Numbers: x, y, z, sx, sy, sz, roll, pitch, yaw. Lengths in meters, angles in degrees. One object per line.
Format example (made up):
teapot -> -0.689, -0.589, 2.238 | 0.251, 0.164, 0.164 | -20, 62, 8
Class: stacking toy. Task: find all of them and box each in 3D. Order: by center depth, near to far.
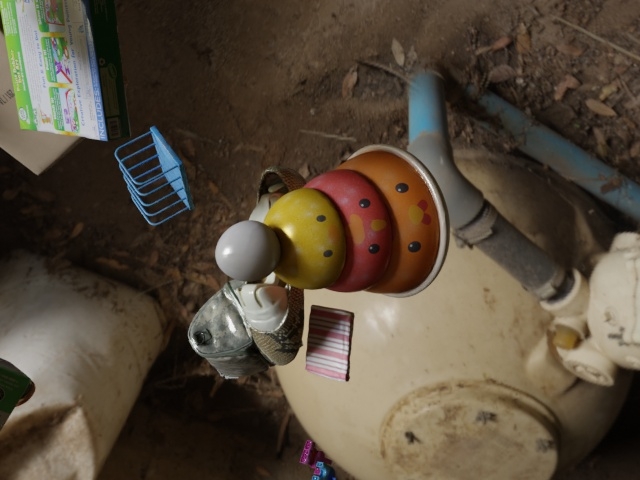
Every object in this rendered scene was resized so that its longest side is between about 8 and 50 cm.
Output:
stacking toy -> 0.000, 0.000, 1.351 | 0.480, 0.350, 0.351 | -16, 132, -38

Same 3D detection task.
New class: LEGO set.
LEGO set -> -0.005, 0.539, 1.337 | 0.093, 0.227, 0.087 | 34, 152, -28

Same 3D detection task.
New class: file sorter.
file sorter -> -0.352, -0.130, 1.390 | 0.104, 0.118, 0.170 | -31, 156, -18

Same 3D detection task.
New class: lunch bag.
lunch bag -> -0.211, 0.252, 1.799 | 0.256, 0.212, 0.305 | -31, 157, -6

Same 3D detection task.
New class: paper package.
paper package -> -0.658, -0.353, 1.505 | 0.325, 0.168, 0.309 | -25, 123, 37

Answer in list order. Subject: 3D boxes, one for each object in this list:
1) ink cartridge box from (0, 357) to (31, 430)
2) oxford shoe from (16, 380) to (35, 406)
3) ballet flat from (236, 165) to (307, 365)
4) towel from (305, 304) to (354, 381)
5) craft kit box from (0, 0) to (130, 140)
ink cartridge box -> -0.662, 0.309, 1.084 | 0.121, 0.289, 0.211 | 11, 159, 46
oxford shoe -> -0.680, 0.247, 1.247 | 0.271, 0.097, 0.098 | 14, 133, 2
ballet flat -> -0.123, 0.055, 1.559 | 0.164, 0.182, 0.483 | 2, 84, 24
towel -> 0.026, 0.281, 1.806 | 0.144, 0.029, 0.197 | 7, 94, 35
craft kit box -> -0.424, -0.298, 1.076 | 0.246, 0.061, 0.250 | 12, 113, 31
